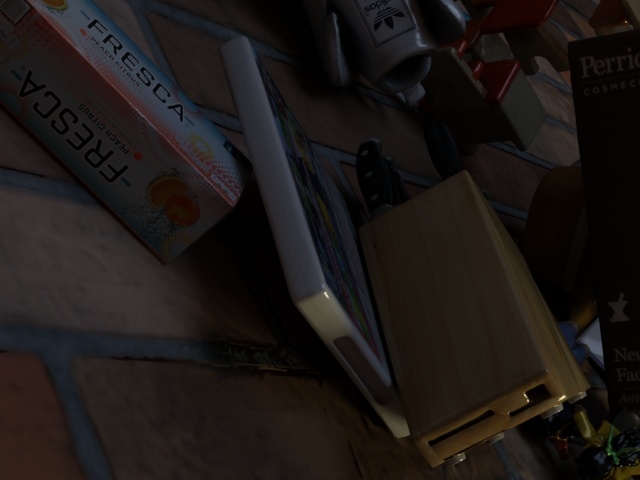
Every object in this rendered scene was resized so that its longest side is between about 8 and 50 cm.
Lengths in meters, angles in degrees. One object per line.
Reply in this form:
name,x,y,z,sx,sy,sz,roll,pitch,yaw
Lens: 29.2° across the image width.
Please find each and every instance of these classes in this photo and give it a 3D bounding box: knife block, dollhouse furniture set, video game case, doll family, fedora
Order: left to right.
video game case,0.000,0.000,0.756,0.183,0.023,0.201,57,13,-51
knife block,0.080,0.014,0.815,0.242,0.088,0.275,62,13,12
dollhouse furniture set,0.196,-0.221,1.212,0.135,0.262,0.259,49,60,-30
fedora,0.238,-0.012,1.151,0.079,0.194,0.194,15,17,19
doll family,0.195,0.137,0.927,0.193,0.076,0.111,54,29,17

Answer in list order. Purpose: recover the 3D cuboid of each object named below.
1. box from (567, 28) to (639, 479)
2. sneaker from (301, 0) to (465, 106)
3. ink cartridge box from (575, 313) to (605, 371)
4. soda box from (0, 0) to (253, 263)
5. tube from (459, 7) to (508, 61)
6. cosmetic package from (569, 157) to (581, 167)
box,0.329,0.014,0.985,0.143,0.191,0.381,-3,86,-58
sneaker,0.029,-0.259,0.986,0.366,0.137,0.210,68,-1,-66
ink cartridge box,0.368,0.116,1.180,0.208,0.045,0.206,-37,78,-30
soda box,-0.123,-0.077,0.682,0.183,0.058,0.063,46,24,-13
tube,0.174,-0.225,1.415,0.080,0.052,0.207,30,26,-44
cosmetic package,0.439,0.029,1.340,0.155,0.197,0.365,-3,59,-61
